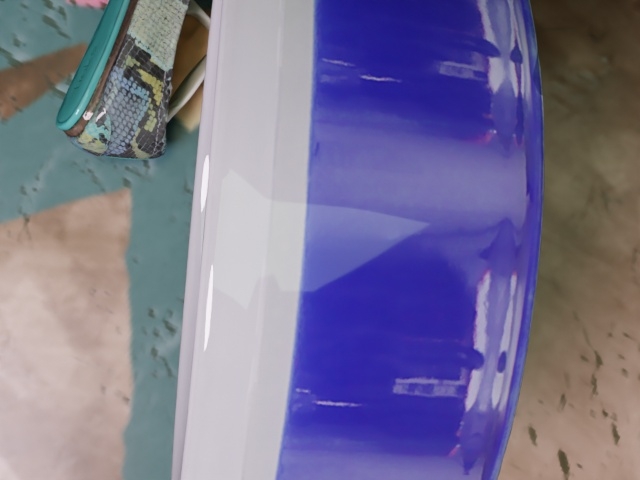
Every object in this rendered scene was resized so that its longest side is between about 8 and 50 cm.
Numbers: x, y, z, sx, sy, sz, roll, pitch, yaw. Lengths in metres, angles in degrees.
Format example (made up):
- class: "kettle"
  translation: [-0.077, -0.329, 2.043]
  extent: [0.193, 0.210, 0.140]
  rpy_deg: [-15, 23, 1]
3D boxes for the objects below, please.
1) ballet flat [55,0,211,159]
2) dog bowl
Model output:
- class: "ballet flat"
  translation: [-0.072, -0.128, 0.564]
  extent: [0.070, 0.070, 0.188]
  rpy_deg: [22, 91, -4]
- class: "dog bowl"
  translation: [0.000, 0.000, 0.462]
  extent: [0.104, 0.265, 0.265]
  rpy_deg: [5, 90, -8]
